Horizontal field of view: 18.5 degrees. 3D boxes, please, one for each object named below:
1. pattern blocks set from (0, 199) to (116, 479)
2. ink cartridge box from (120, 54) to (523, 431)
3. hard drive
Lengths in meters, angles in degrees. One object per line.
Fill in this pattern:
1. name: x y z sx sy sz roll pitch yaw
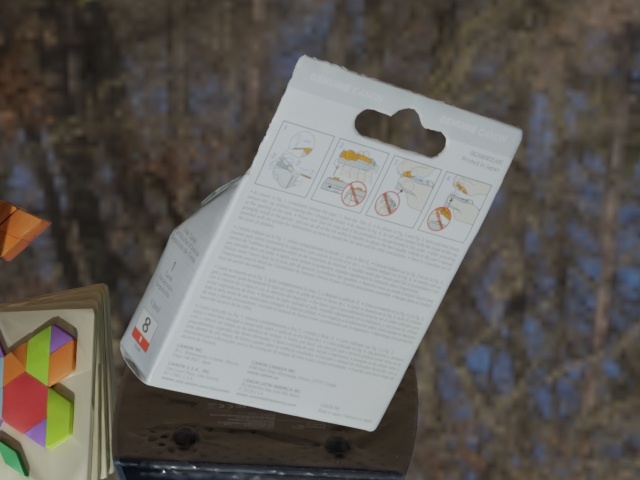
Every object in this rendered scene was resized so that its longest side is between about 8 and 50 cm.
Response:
1. pattern blocks set: -0.230 0.111 1.407 0.325 0.285 0.026 -20 162 22
2. ink cartridge box: 0.000 0.000 0.967 0.145 0.179 0.045 15 -164 -35
3. hard drive: -0.030 0.100 1.148 0.172 0.054 0.254 3 -163 0
